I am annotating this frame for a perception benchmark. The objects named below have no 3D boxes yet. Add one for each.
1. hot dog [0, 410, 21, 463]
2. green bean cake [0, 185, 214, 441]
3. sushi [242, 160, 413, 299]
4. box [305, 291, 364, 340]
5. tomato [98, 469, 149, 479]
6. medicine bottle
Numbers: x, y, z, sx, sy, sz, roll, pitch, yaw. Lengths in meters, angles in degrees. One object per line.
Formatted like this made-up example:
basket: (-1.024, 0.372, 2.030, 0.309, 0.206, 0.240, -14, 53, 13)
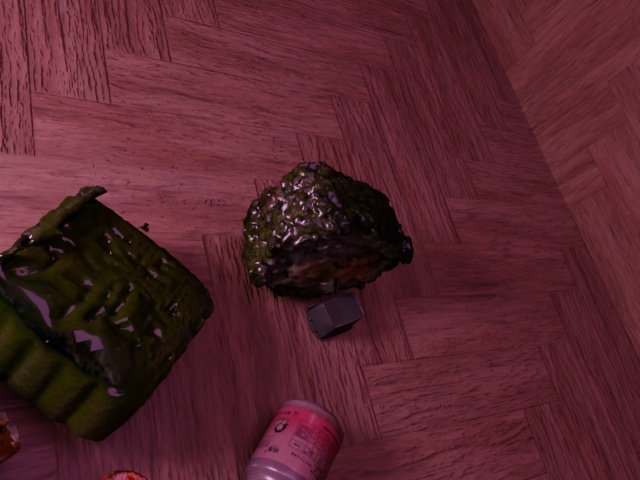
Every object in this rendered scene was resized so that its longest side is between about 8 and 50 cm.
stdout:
hot dog: (-0.649, 0.237, 0.764, 0.367, 0.196, 0.365, 49, 50, 4)
green bean cake: (-0.363, 0.110, 0.989, 0.319, 0.218, 0.335, 40, 33, -12)
sushi: (0.000, 0.000, 1.296, 0.352, 0.294, 0.178, 16, 46, -44)
box: (0.037, 0.171, 1.370, 0.122, 0.069, 0.084, -16, 74, -41)
tomato: (-0.323, 0.451, 0.936, 0.156, 0.069, 0.155, 21, 52, -28)
medicine bottle: (-0.061, 0.423, 1.091, 0.147, 0.147, 0.247, 41, 47, -7)
